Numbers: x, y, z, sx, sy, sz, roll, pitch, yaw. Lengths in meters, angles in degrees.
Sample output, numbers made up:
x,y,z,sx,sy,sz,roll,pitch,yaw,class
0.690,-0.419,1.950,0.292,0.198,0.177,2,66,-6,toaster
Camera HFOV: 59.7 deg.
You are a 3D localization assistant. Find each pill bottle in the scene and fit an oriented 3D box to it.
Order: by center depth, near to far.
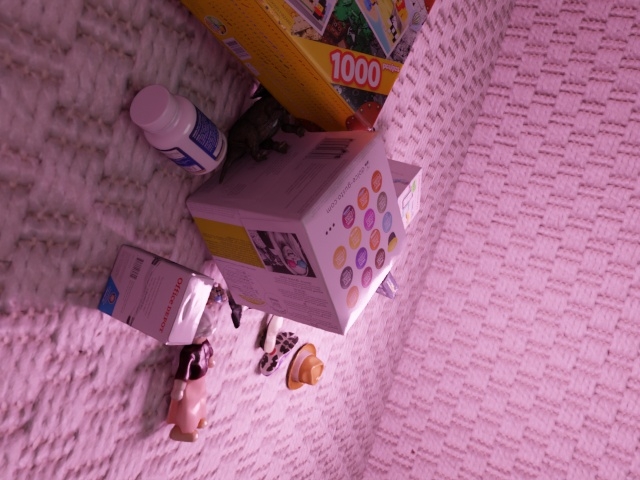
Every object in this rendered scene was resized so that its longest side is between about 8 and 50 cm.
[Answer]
x,y,z,sx,sy,sz,roll,pitch,yaw,class
-0.271,-0.212,1.067,0.112,0.112,0.186,-67,154,-10,pill bottle

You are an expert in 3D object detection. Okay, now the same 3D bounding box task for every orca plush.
x,y,z,sx,sy,sz,roll,pitch,yaw,class
-0.158,0.172,1.567,0.102,0.151,0.287,-51,174,39,orca plush

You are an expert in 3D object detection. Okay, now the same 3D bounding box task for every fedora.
x,y,z,sx,sy,sz,roll,pitch,yaw,class
-0.041,0.467,2.016,0.194,0.079,0.194,-41,141,-46,fedora

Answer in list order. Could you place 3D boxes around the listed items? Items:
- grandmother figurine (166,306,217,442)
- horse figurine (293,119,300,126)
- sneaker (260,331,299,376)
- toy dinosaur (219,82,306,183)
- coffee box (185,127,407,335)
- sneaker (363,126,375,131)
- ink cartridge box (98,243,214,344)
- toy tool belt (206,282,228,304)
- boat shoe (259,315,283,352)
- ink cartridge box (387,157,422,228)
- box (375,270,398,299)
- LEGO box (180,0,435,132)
x,y,z,sx,sy,sz,roll,pitch,yaw,class
-0.315,0.319,1.364,0.208,0.104,0.342,-82,180,-75,grandmother figurine
-0.021,-0.297,1.565,0.263,0.066,0.174,24,91,-62,horse figurine
-0.136,0.365,1.800,0.170,0.068,0.071,-47,161,-26,sneaker
-0.139,-0.257,1.275,0.121,0.160,0.314,29,91,-52,toy dinosaur
-0.039,-0.038,1.319,0.338,0.338,0.334,-50,135,-36,coffee box
0.108,-0.248,1.679,0.163,0.086,0.226,70,40,-62,sneaker
-0.321,0.105,1.087,0.082,0.190,0.140,25,84,-64,ink cartridge box
-0.267,0.133,1.390,0.083,0.052,0.051,1,75,-67,toy tool belt
-0.153,0.276,1.713,0.049,0.042,0.133,18,90,-39,boat shoe
0.217,-0.139,1.986,0.270,0.197,0.198,-49,147,-39,ink cartridge box
0.151,0.119,1.988,0.059,0.232,0.183,-61,153,-14,box
-0.029,-0.506,1.072,0.500,0.193,0.373,39,70,-40,LEGO box
